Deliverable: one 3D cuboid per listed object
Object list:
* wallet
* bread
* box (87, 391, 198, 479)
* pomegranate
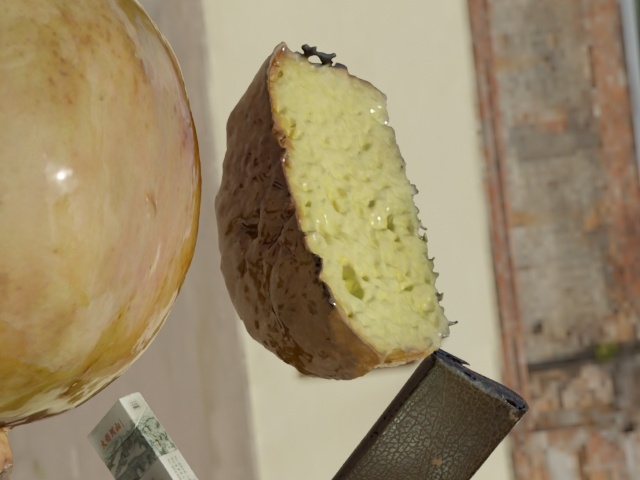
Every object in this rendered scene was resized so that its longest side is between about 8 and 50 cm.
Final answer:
[{"bbox_3d":[0.119,0.238,2.006,0.243,0.133,0.039,-56,-173,28],"label":"wallet"},{"bbox_3d":[-0.007,0.000,1.257,0.134,0.129,0.260,-36,-127,39],"label":"bread"},{"bbox_3d":[-0.130,0.159,1.277,0.083,0.024,0.054,54,-49,16],"label":"box"},{"bbox_3d":[-0.173,-0.008,0.792,0.252,0.229,0.270,46,43,-80],"label":"pomegranate"}]
